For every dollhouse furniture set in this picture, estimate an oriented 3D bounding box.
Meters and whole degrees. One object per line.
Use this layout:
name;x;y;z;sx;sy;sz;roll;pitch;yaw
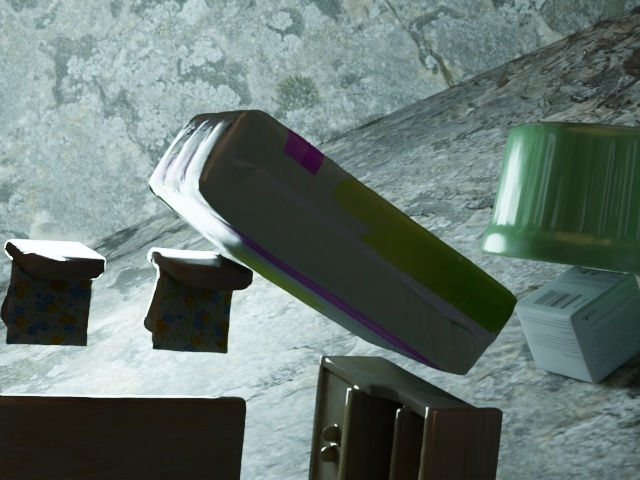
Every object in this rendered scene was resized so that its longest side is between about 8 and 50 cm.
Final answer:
dollhouse furniture set;-0.081;0.201;1.093;0.394;0.362;0.256;3;6;-22

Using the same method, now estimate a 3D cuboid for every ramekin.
ramekin;0.335;-0.042;1.383;0.303;0.148;0.303;7;1;0

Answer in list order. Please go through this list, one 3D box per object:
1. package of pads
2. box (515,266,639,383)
package of pads;0.000;0.000;1.126;0.101;0.296;0.229;-56;17;-7
box;0.290;0.090;1.376;0.102;0.087;0.101;-29;18;-24
